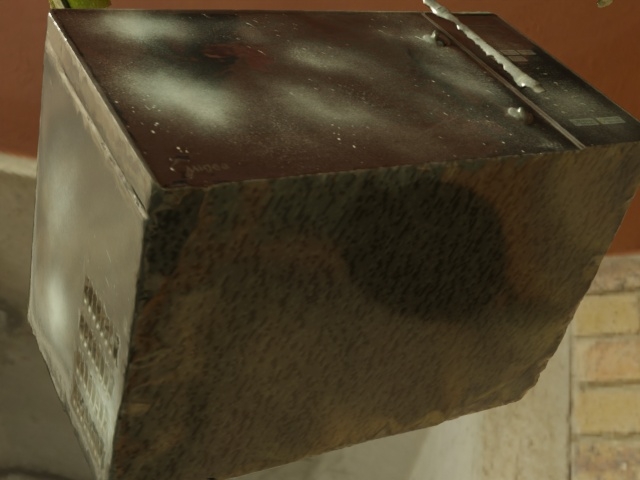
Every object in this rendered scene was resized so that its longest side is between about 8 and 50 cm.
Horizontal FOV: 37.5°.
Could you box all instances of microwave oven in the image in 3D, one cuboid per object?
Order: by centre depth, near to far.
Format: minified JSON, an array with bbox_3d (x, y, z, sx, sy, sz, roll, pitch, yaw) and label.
[{"bbox_3d":[0.000,0.000,0.804,0.432,0.236,0.374,-8,-48,-29],"label":"microwave oven"}]

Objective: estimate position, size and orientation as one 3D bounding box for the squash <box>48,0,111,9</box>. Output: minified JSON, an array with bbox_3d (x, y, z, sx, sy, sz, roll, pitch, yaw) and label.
[{"bbox_3d":[-0.427,-0.480,1.513,0.093,0.169,0.252,-28,-70,-13],"label":"squash"}]

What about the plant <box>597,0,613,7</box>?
[{"bbox_3d":[0.338,-0.386,0.960,0.261,0.297,0.306,34,-83,-37],"label":"plant"}]
